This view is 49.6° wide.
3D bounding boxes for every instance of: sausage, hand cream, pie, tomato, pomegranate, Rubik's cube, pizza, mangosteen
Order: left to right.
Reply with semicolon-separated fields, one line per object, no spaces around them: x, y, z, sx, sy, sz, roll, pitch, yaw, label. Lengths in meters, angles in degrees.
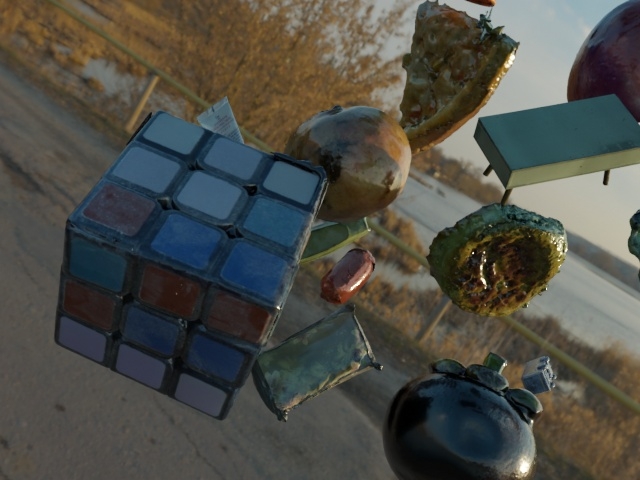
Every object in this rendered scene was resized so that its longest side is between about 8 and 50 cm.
-0.222;0.044;1.225;0.362;0.359;0.363;23;45;-3;Rubik's cube
-0.222;-0.210;1.677;0.083;0.248;0.133;-4;27;28;hand cream
0.063;-0.185;1.670;0.322;0.322;0.322;30;10;-6;pomegranate
0.053;0.073;1.390;0.076;0.141;0.076;32;-34;25;sausage
0.336;-0.428;1.780;0.080;0.435;0.392;5;3;-36;pizza
0.260;0.331;1.240;0.275;0.302;0.275;26;-28;15;mangosteen
0.418;0.053;1.611;0.355;0.288;0.103;16;35;-22;pie
0.639;-0.389;1.493;0.176;0.335;0.290;38;-13;-14;tomato

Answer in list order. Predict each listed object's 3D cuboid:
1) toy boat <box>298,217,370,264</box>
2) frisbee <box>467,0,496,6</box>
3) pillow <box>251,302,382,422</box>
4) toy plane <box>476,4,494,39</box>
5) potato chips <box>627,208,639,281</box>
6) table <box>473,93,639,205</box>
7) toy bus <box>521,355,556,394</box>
0.000;0.000;2.003;0.055;0.293;0.093;0;70;-70;toy boat
0.404;-0.703;1.928;0.192;0.035;0.192;21;13;-5;frisbee
-0.013;0.247;1.406;0.169;0.255;0.059;62;-11;19;pillow
0.373;-0.490;1.566;0.033;0.080;0.083;19;5;17;toy plane
0.775;0.067;1.317;0.389;0.097;0.373;-9;55;-29;potato chips
0.372;-0.134;1.094;0.240;0.111;0.121;-11;53;-11;table
0.581;0.358;1.847;0.190;0.075;0.064;-11;80;-68;toy bus
